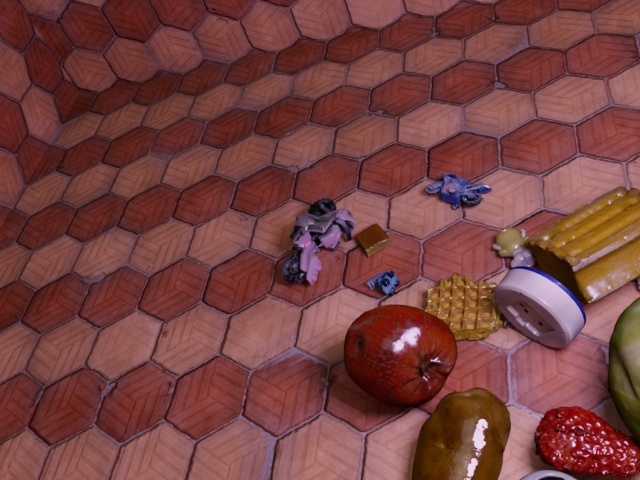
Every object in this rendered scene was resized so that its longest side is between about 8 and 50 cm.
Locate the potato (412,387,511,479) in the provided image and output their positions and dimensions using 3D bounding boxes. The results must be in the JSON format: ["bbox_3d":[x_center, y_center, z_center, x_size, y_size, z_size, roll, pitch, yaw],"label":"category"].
[{"bbox_3d":[0.317,0.505,1.725,0.195,0.176,0.369,22,60,8],"label":"potato"}]

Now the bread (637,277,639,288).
[{"bbox_3d":[0.907,0.080,1.914,0.177,0.084,0.119,-33,36,-8],"label":"bread"}]

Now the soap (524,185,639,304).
[{"bbox_3d":[0.749,0.002,1.959,0.335,0.156,0.293,-31,14,-5],"label":"soap"}]

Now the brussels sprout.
[{"bbox_3d":[0.801,0.290,1.574,0.361,0.425,0.342,-38,-6,18],"label":"brussels sprout"}]

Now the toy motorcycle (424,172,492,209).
[{"bbox_3d":[0.442,-0.164,2.399,0.205,0.076,0.114,20,52,38],"label":"toy motorcycle"}]

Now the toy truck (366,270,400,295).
[{"bbox_3d":[0.187,0.127,2.242,0.090,0.056,0.073,-2,41,42],"label":"toy truck"}]

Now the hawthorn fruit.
[{"bbox_3d":[0.191,0.294,1.921,0.299,0.275,0.275,-1,47,38],"label":"hawthorn fruit"}]

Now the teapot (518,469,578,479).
[{"bbox_3d":[0.489,0.572,1.566,0.294,0.130,0.193,-6,34,-3],"label":"teapot"}]

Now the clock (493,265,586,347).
[{"bbox_3d":[0.553,0.171,1.885,0.083,0.230,0.230,-44,45,-16],"label":"clock"}]

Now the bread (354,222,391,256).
[{"bbox_3d":[0.168,-0.003,2.390,0.090,0.035,0.094,-29,42,-5],"label":"bread"}]

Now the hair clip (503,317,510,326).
[{"bbox_3d":[0.540,0.170,2.033,0.049,0.049,0.173,5,55,29],"label":"hair clip"}]

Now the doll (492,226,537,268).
[{"bbox_3d":[0.568,0.024,2.152,0.106,0.062,0.162,-29,41,3],"label":"doll"}]

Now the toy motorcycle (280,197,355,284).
[{"bbox_3d":[0.000,0.000,2.392,0.188,0.143,0.327,7,58,30],"label":"toy motorcycle"}]

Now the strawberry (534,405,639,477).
[{"bbox_3d":[0.595,0.430,1.640,0.236,0.111,0.190,6,18,34],"label":"strawberry"}]

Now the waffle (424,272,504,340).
[{"bbox_3d":[0.402,0.179,2.078,0.229,0.057,0.219,-6,45,20],"label":"waffle"}]
